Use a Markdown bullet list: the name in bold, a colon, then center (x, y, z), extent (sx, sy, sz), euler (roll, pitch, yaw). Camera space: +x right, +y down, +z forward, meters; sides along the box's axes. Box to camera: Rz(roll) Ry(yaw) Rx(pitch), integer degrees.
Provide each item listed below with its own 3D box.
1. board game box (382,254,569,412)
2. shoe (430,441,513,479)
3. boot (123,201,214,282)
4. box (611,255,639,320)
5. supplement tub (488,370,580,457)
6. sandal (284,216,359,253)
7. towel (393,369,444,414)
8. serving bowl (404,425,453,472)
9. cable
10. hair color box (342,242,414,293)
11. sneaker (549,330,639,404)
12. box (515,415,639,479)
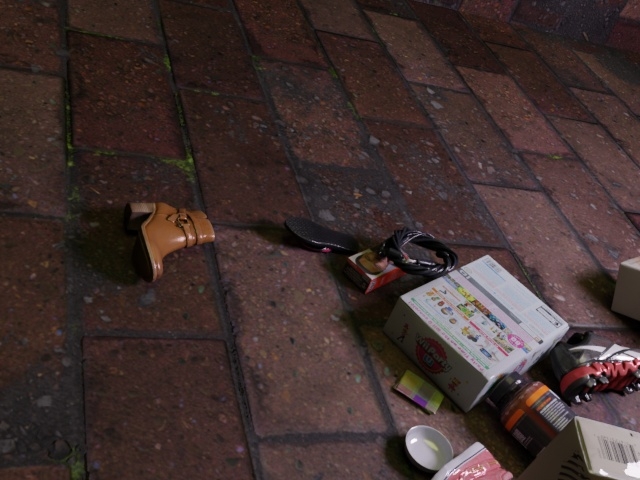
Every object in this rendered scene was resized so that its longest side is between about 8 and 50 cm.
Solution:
- **board game box**: center (0.303, 0.167, 1.435), extent (0.303, 0.097, 0.224), euler (-18, 52, -43)
- **shoe**: center (0.229, 0.382, 1.155), extent (0.081, 0.063, 0.178), euler (39, 35, 27)
- **boot**: center (-0.265, -0.001, 1.358), extent (0.152, 0.073, 0.197), euler (5, 43, -30)
- **box**: center (0.819, 0.138, 1.630), extent (0.148, 0.121, 0.311), euler (-12, 24, -39)
- **supplement tub**: center (0.386, 0.317, 1.286), extent (0.106, 0.106, 0.198), euler (-20, 55, -43)
- **sandal**: center (0.000, 0.000, 1.531), extent (0.179, 0.040, 0.067), euler (18, 40, -32)
- **towel**: center (0.174, 0.266, 1.313), extent (0.083, 0.009, 0.060), euler (33, 37, 11)
- **serving bowl**: center (0.171, 0.341, 1.204), extent (0.083, 0.027, 0.083), euler (14, 37, -11)
- **cable**: center (0.207, 0.020, 1.504), extent (0.151, 0.047, 0.184), euler (20, 23, 26)
- **hair color box**: center (0.119, 0.051, 1.520), extent (0.072, 0.043, 0.141), euler (43, 41, 24)
- **sneaker**: center (0.566, 0.238, 1.485), extent (0.276, 0.097, 0.135), euler (-2, 46, -28)
- **box**: center (0.340, 0.372, 1.051), extent (0.113, 0.275, 0.094), euler (16, 38, -9)
